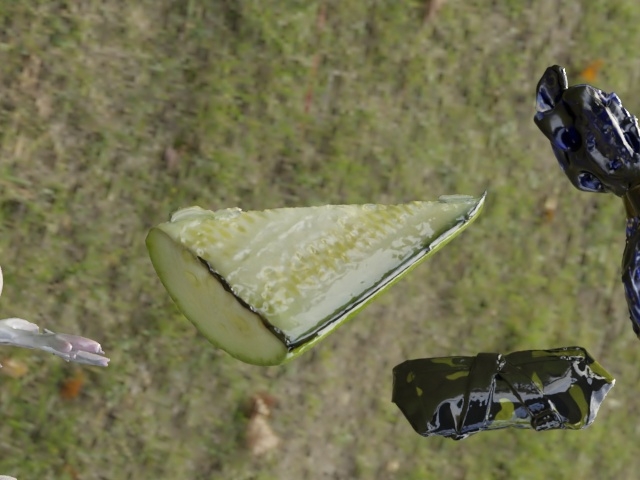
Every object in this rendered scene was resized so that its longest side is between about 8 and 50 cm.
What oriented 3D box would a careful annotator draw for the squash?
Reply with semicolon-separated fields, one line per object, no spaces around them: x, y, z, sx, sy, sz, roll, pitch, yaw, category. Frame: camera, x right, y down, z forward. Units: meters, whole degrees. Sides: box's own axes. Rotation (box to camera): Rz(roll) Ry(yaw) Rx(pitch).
0.000;0.000;1.240;0.252;0.169;0.093;-35;154;-33;squash

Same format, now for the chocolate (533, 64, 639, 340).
0.343;-0.053;1.610;0.126;0.343;0.148;-23;166;-7;chocolate

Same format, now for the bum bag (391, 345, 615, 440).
0.189;0.158;1.503;0.107;0.232;0.060;-92;175;-45;bum bag

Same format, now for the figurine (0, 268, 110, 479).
-0.345;0.109;1.328;0.316;0.284;0.206;-104;-148;-68;figurine
